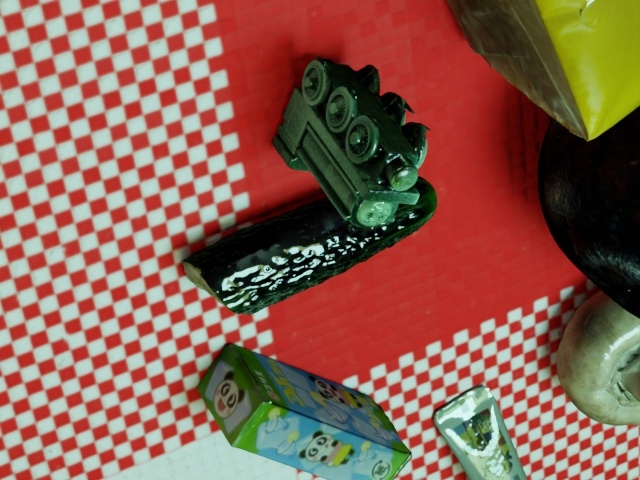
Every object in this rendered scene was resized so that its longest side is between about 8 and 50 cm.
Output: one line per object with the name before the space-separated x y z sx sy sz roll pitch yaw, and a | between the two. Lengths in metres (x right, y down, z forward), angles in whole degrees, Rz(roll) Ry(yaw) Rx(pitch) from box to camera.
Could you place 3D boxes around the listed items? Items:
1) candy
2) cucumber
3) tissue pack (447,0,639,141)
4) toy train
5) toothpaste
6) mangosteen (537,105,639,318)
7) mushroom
candy | -0.014 0.170 1.587 0.194 0.097 0.062 25 108 -38
cucumber | 0.000 0.000 1.500 0.241 0.074 0.074 -24 128 -16
tissue pack | 0.270 -0.314 1.351 0.382 0.228 0.293 -35 132 -4
toy train | 0.026 -0.079 1.402 0.071 0.170 0.111 2 125 -31
toothpaste | 0.196 0.268 1.769 0.067 0.037 0.255 -29 109 -6
mangosteen | 0.356 -0.060 1.535 0.300 0.300 0.300 -15 126 -21
mushroom | 0.324 0.117 1.726 0.166 0.127 0.166 -18 134 -20
